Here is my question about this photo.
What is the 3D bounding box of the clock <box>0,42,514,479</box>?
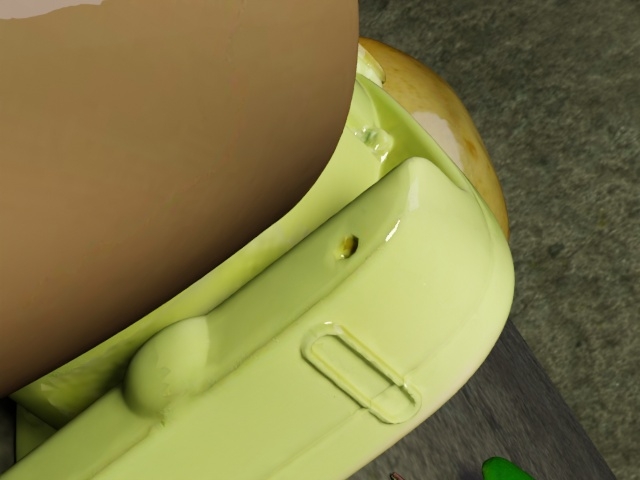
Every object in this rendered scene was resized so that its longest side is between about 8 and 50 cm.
[{"bbox_3d":[-0.076,-0.003,0.651,0.117,0.286,0.348,43,14,-38],"label":"clock"}]

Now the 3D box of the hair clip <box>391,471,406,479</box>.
[{"bbox_3d":[0.106,0.282,1.177,0.054,0.022,0.137,47,14,-45],"label":"hair clip"}]

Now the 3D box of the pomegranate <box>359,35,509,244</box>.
[{"bbox_3d":[0.000,0.000,0.914,0.319,0.319,0.319,51,13,-17],"label":"pomegranate"}]

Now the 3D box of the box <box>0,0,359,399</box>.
[{"bbox_3d":[-0.140,-0.077,0.425,0.216,0.301,0.301,-22,72,-32],"label":"box"}]

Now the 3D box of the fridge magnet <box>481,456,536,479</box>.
[{"bbox_3d":[0.243,0.341,1.374,0.208,0.088,0.208,52,12,-15],"label":"fridge magnet"}]
